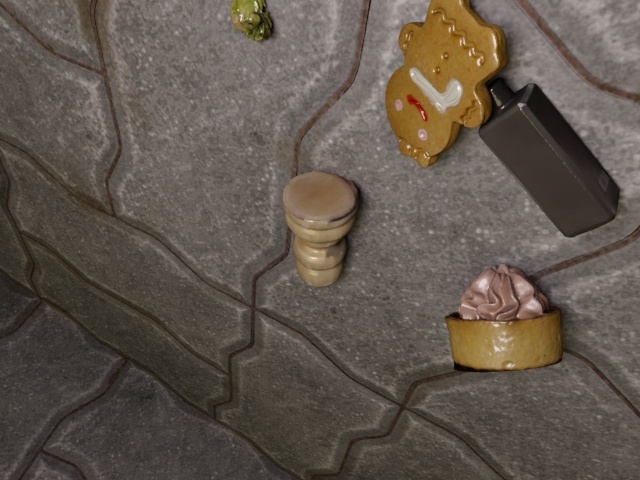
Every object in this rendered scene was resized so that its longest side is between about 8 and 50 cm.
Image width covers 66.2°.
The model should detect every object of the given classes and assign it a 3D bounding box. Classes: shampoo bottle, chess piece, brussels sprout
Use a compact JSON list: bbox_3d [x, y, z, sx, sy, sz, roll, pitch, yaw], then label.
[{"bbox_3d":[0.312,-0.121,0.687,0.246,0.080,0.079,46,139,-9],"label":"shampoo bottle"},{"bbox_3d":[0.000,0.000,0.996,0.142,0.143,0.261,21,141,18],"label":"chess piece"},{"bbox_3d":[-0.114,-0.360,0.795,0.085,0.058,0.085,15,150,9],"label":"brussels sprout"}]

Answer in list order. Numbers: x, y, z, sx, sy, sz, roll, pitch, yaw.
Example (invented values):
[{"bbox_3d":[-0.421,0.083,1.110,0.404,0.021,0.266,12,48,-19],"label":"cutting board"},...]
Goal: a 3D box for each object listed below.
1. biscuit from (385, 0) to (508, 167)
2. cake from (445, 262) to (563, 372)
[{"bbox_3d":[0.159,-0.215,0.694,0.184,0.035,0.249,58,152,17],"label":"biscuit"},{"bbox_3d":[0.314,0.134,0.869,0.207,0.185,0.178,136,127,-70],"label":"cake"}]
